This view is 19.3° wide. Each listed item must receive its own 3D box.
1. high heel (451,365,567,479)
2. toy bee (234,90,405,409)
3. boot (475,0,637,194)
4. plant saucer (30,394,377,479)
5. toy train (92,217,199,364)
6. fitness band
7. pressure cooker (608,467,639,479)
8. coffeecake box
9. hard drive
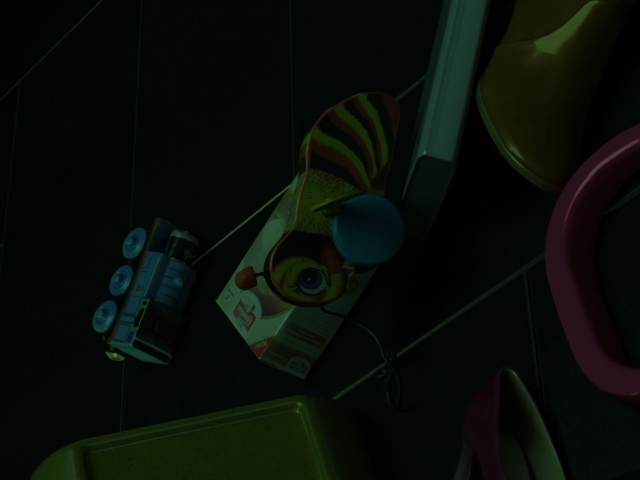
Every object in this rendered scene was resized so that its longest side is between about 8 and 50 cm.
[{"bbox_3d":[0.187,0.187,1.588,0.244,0.082,0.117,-151,78,-72],"label":"high heel"},{"bbox_3d":[0.000,0.000,1.829,0.195,0.162,0.298,109,160,-61],"label":"toy bee"},{"bbox_3d":[0.247,-0.201,1.767,0.211,0.104,0.295,-45,30,32],"label":"boot"},{"bbox_3d":[-0.098,0.268,1.738,0.333,0.333,0.081,-111,11,-51],"label":"plant saucer"},{"bbox_3d":[-0.203,0.061,2.271,0.105,0.080,0.184,5,69,48],"label":"toy train"},{"bbox_3d":[0.285,0.012,1.601,0.209,0.054,0.291,-46,34,27],"label":"fitness band"},{"bbox_3d":[0.226,0.301,0.912,0.375,0.370,0.420,-46,38,20],"label":"pressure cooker"},{"bbox_3d":[-0.017,0.032,2.020,0.185,0.068,0.142,-57,33,10],"label":"coffeecake box"},{"bbox_3d":[0.133,-0.179,1.893,0.203,0.040,0.307,105,179,-68],"label":"hard drive"}]
